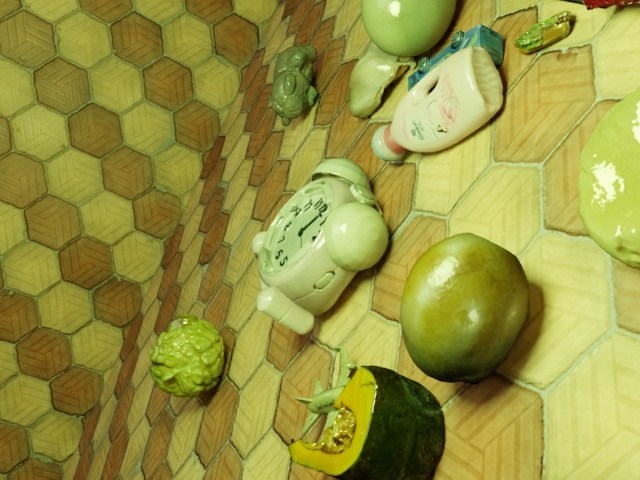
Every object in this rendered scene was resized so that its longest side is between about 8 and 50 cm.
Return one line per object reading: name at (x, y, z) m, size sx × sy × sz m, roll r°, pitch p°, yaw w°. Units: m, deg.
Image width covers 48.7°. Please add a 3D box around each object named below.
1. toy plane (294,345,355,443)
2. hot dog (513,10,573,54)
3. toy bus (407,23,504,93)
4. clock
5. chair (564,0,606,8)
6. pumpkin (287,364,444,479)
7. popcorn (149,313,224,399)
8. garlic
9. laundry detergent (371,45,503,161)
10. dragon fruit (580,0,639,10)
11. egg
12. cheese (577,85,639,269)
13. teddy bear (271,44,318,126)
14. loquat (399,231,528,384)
toy plane at (0.034, 0.299, 1.306) m, size 0.244 × 0.092 × 0.229 m, roll -24°, pitch 43°, yaw 56°
hot dog at (0.395, -0.370, 1.264) m, size 0.133 × 0.041 × 0.057 m, roll -20°, pitch 49°, yaw 59°
toy bus at (0.272, -0.353, 1.464) m, size 0.236 × 0.079 × 0.094 m, roll -30°, pitch 43°, yaw 54°
clock at (0.000, 0.000, 1.579) m, size 0.326 × 0.184 × 0.342 m, roll -50°, pitch 32°, yaw 22°
chair at (0.352, -0.568, 1.280) m, size 0.203 × 0.240 × 0.416 m, roll -65°, pitch 22°, yaw 16°
pumpkin at (0.070, 0.303, 1.163) m, size 0.280 × 0.139 × 0.190 m, roll -7°, pitch 64°, yaw 60°
popcorn at (-0.376, 0.333, 2.023) m, size 0.251 × 0.205 × 0.237 m, roll -117°, pitch 37°, yaw -83°
garlic at (0.146, -0.443, 1.795) m, size 0.228 × 0.110 × 0.217 m, roll -29°, pitch 38°, yaw 54°
laundry detergent at (0.222, -0.255, 1.436) m, size 0.335 × 0.087 × 0.159 m, roll -28°, pitch 68°, yaw 56°
dragon fruit at (0.479, -0.442, 1.017) m, size 0.161 × 0.126 × 0.274 m, roll -56°, pitch 28°, yaw -10°
egg at (0.203, -0.548, 1.629) m, size 0.219 × 0.219 × 0.270 m, roll -34°, pitch 40°, yaw 51°
cheese at (0.408, -0.075, 0.856) m, size 0.214 × 0.117 × 0.226 m, roll -50°, pitch 31°, yaw 45°
teddy bear at (-0.084, -0.509, 2.274) m, size 0.236 × 0.151 × 0.267 m, roll 96°, pitch 173°, yaw -48°
loquat at (0.205, 0.102, 1.037) m, size 0.228 × 0.179 × 0.179 m, roll -69°, pitch 22°, yaw 11°
